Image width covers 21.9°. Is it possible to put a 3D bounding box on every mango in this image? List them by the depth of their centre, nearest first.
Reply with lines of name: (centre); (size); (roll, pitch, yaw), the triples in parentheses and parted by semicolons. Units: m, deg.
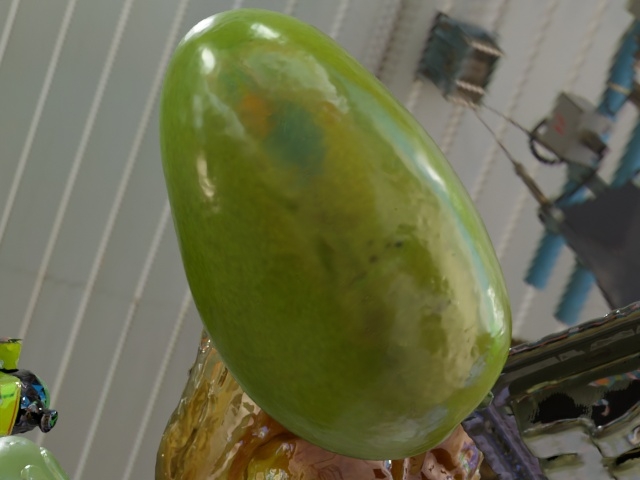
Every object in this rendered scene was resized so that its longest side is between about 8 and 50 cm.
mango: (0.006, 0.004, 0.927); (0.149, 0.185, 0.273); (-35, -62, -30)

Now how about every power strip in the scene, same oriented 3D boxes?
power strip: (0.254, 0.150, 1.326); (0.251, 0.092, 0.257); (-27, -44, 8)

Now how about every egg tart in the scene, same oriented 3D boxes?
egg tart: (0.001, 0.163, 1.602); (0.443, 0.178, 0.443); (-18, -63, -39)

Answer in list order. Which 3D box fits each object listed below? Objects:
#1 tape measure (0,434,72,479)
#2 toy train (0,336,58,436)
tape measure: (-0.194, 0.170, 0.806); (0.200, 0.175, 0.106); (-31, -87, -21)
toy train: (-0.317, 0.119, 1.239); (0.160, 0.296, 0.101); (17, -84, 24)
